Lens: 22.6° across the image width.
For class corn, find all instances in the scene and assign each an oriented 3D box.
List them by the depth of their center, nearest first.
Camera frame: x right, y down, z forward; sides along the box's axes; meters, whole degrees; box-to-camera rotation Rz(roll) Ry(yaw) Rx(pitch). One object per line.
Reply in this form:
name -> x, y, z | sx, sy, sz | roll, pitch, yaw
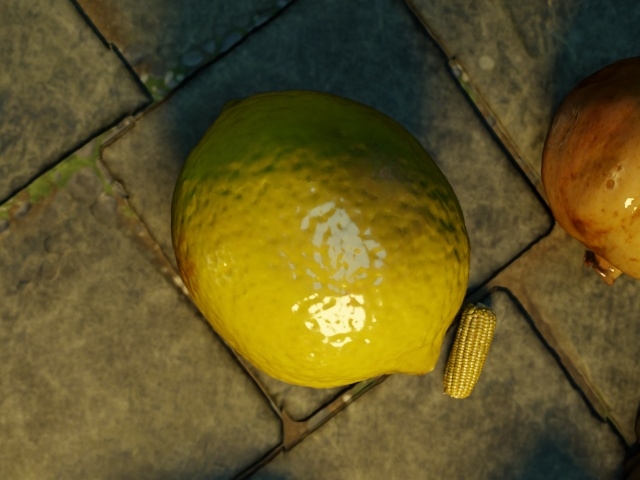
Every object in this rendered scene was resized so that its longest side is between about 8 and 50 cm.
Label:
corn -> 0.140, 0.104, 1.507 | 0.037, 0.037, 0.092 | 19, 89, -9

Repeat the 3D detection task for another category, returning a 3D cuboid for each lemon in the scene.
lemon -> -0.001, 0.000, 1.376 | 0.267, 0.267, 0.267 | 0, 90, -10

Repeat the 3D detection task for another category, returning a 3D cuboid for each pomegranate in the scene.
pomegranate -> 0.299, -0.058, 1.455 | 0.215, 0.215, 0.215 | 0, 90, -10

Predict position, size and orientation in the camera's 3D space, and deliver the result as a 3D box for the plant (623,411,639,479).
plant -> 0.425, 0.243, 1.479 | 0.276, 0.188, 0.199 | 21, 87, -9
